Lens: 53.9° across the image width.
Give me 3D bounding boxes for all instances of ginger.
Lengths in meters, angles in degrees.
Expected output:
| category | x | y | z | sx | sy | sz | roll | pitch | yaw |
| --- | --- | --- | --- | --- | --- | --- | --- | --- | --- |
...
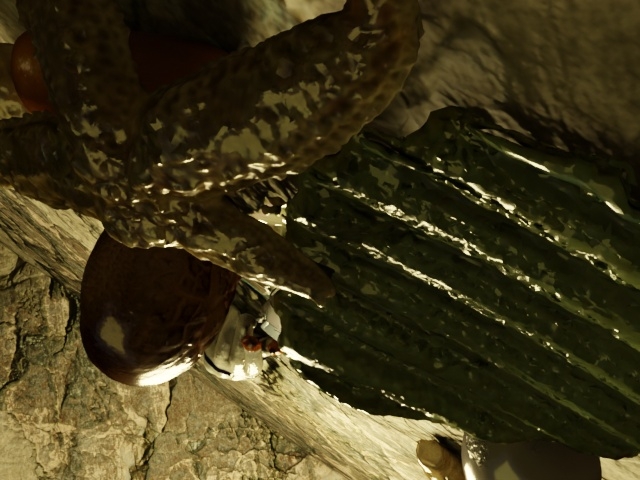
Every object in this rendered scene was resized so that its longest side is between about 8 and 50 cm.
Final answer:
| category | x | y | z | sx | sy | sz | roll | pitch | yaw |
| --- | --- | --- | --- | --- | --- | --- | --- | --- | --- |
| ginger | 0.248 | 0.435 | 1.174 | 0.190 | 0.069 | 0.095 | 36 | 136 | -1 |

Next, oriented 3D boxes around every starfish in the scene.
| category | x | y | z | sx | sy | sz | roll | pitch | yaw |
| --- | --- | --- | --- | --- | --- | --- | --- | --- | --- |
| starfish | -0.156 | -0.113 | 0.431 | 0.432 | 0.082 | 0.324 | 25 | 129 | 19 |

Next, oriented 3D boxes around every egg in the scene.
| category | x | y | z | sx | sy | sz | roll | pitch | yaw |
| --- | --- | --- | --- | --- | --- | --- | --- | --- | --- |
| egg | 0.231 | 0.244 | 0.695 | 0.146 | 0.146 | 0.199 | 17 | 145 | 37 |

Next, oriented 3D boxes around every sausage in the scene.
| category | x | y | z | sx | sy | sz | roll | pitch | yaw |
| --- | --- | --- | --- | --- | --- | --- | --- | --- | --- |
| sausage | -0.172 | -0.132 | 0.554 | 0.274 | 0.105 | 0.105 | 19 | 154 | 30 |

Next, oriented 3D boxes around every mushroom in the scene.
| category | x | y | z | sx | sy | sz | roll | pitch | yaw |
| --- | --- | --- | --- | --- | --- | --- | --- | --- | --- |
| mushroom | -0.171 | 0.043 | 0.699 | 0.153 | 0.253 | 0.253 | 17 | 156 | 6 |

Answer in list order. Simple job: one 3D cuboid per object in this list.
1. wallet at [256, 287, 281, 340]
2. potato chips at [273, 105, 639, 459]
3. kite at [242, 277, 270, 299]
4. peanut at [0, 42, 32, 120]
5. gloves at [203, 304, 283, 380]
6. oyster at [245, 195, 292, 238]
| category | x | y | z | sx | sy | sz | roll | pitch | yaw |
| --- | --- | --- | --- | --- | --- | --- | --- | --- | --- |
| wallet | 0.003 | 0.116 | 0.868 | 0.170 | 0.069 | 0.231 | 31 | 153 | -3 |
| potato chips | 0.158 | 0.078 | 0.487 | 0.429 | 0.070 | 0.358 | 27 | 142 | -2 |
| kite | -0.156 | -0.035 | 0.850 | 0.368 | 0.014 | 0.406 | 19 | 153 | 32 |
| peanut | -0.312 | -0.120 | 0.746 | 0.274 | 0.111 | 0.125 | 82 | 164 | -64 |
| gloves | -0.156 | 0.213 | 1.215 | 0.140 | 0.131 | 0.218 | 34 | 167 | -6 |
| oyster | -0.007 | -0.005 | 0.627 | 0.133 | 0.072 | 0.209 | 50 | 160 | 0 |
